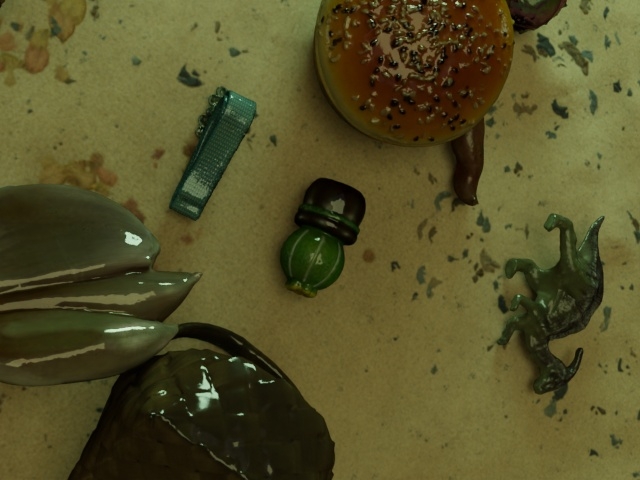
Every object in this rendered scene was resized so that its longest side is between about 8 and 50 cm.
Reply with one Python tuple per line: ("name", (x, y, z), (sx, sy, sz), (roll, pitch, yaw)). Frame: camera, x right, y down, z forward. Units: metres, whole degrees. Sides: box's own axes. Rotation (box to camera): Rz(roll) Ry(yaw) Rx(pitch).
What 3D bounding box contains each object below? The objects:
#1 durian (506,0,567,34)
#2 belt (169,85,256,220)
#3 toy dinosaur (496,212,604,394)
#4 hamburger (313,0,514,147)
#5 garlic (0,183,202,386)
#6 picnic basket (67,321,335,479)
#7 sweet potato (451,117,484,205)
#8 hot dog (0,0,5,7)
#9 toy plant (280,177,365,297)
("durian", (0.302, -0.377, 1.448), (0.186, 0.119, 0.108), (-11, 130, -10))
("belt", (-0.149, -0.117, 1.267), (0.065, 0.100, 0.179), (29, 93, -19))
("toy dinosaur", (0.361, 0.087, 1.454), (0.162, 0.077, 0.294), (21, 95, -24))
("hamburger", (0.126, -0.275, 1.308), (0.300, 0.176, 0.301), (1, 86, -14))
("garlic", (-0.319, 0.053, 1.108), (0.325, 0.132, 0.279), (-9, 60, -31))
("picnic basket", (-0.124, 0.242, 1.174), (0.293, 0.337, 0.337), (39, 75, -8))
("sweet potato", (0.219, -0.151, 1.413), (0.058, 0.055, 0.202), (4, 85, -31))
("hot dog", (-0.458, -0.305, 1.136), (0.261, 0.093, 0.123), (-40, 94, -33))
("toy plant", (0.000, 0.000, 1.303), (0.092, 0.092, 0.162), (27, 78, -18))
